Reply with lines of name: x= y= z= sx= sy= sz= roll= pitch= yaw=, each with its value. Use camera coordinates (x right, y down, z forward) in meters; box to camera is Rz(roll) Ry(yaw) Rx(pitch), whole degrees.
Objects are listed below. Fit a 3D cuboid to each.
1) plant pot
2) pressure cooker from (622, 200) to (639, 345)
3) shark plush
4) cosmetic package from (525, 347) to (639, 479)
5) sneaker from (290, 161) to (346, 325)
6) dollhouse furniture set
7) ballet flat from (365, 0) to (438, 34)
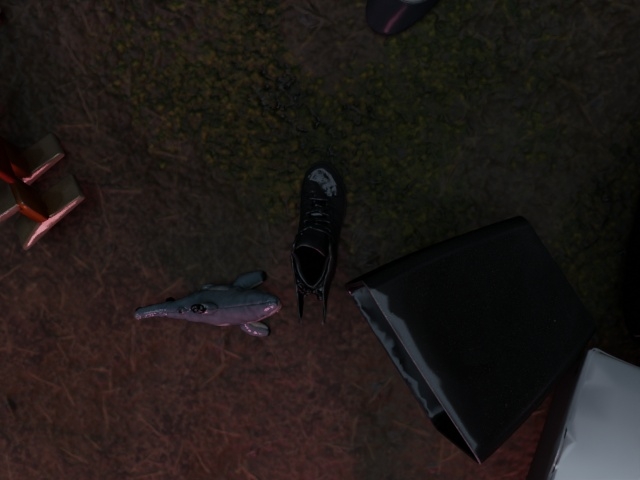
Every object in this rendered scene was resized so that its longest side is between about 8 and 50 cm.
plant pot: x=0.148 y=0.076 z=0.721 sx=0.167 sy=0.187 sz=0.188 roll=-34 pitch=88 yaw=-6
pressure cooker: x=0.505 y=-0.008 z=0.576 sx=0.420 sy=0.375 sz=0.370 roll=19 pitch=87 yaw=10
shark plush: x=-0.121 y=0.065 z=0.797 sx=0.161 sy=0.067 sz=0.073 roll=8 pitch=93 yaw=6
cosmetic package: x=0.377 y=0.257 z=0.651 sx=0.365 sy=0.155 sz=0.197 roll=21 pitch=80 yaw=15
sneaker: x=-0.003 y=0.000 z=0.771 sx=0.051 sy=0.089 sz=0.170 roll=3 pitch=92 yaw=6
dollhouse furniture set: x=-0.370 y=-0.155 z=0.738 sx=0.135 sy=0.262 sz=0.259 roll=-39 pitch=56 yaw=4
ballet flat: x=0.124 y=-0.302 z=0.760 sx=0.203 sy=0.074 sz=0.074 roll=-43 pitch=87 yaw=6
